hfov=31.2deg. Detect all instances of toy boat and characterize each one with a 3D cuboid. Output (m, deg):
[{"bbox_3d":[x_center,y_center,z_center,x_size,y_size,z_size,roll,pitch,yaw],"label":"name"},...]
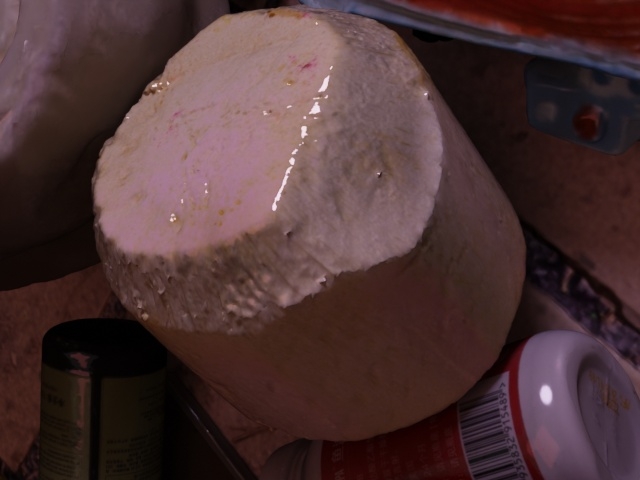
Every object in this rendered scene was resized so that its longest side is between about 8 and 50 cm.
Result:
[{"bbox_3d":[0.112,-0.148,0.707,0.331,0.145,0.133,23,135,30],"label":"toy boat"}]

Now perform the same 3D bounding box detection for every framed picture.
[{"bbox_3d":[-0.100,0.261,0.964,0.250,0.016,0.184,48,119,20],"label":"framed picture"}]

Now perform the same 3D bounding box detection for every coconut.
[{"bbox_3d":[0.000,0.000,0.720,0.239,0.244,0.239,-19,49,23],"label":"coconut"}]

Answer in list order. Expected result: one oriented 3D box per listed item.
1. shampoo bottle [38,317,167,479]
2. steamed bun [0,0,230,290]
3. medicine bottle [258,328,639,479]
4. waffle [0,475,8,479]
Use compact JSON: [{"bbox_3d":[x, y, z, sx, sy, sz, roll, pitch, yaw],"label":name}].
[{"bbox_3d":[-0.181,0.210,0.940,0.101,0.101,0.284,9,101,33],"label":"shampoo bottle"},{"bbox_3d":[-0.209,-0.137,0.846,0.367,0.255,0.343,-7,88,53],"label":"steamed bun"},{"bbox_3d":[0.084,0.153,0.759,0.250,0.131,0.131,-25,82,34],"label":"medicine bottle"},{"bbox_3d":[-0.287,0.374,1.078,0.281,0.058,0.301,-46,69,27],"label":"waffle"}]
